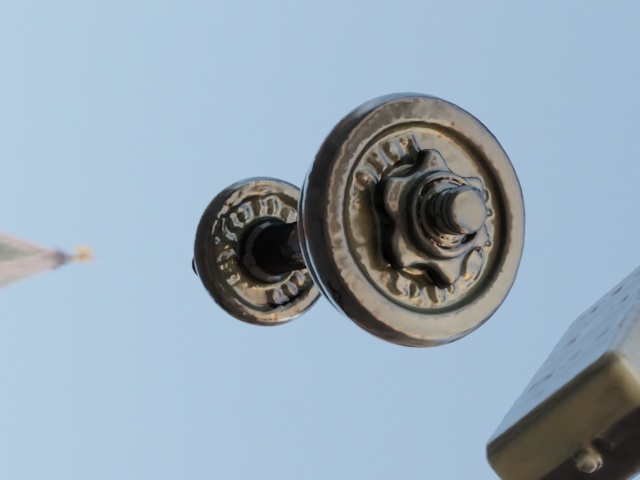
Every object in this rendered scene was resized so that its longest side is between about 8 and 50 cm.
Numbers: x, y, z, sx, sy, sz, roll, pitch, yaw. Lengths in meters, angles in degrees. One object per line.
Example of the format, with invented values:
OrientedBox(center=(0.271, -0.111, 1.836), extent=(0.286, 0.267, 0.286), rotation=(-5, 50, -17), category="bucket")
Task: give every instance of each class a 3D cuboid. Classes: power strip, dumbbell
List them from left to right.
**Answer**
OrientedBox(center=(0.000, 0.000, 0.704), extent=(0.254, 0.110, 0.110), rotation=(-12, -97, 61), category="dumbbell")
OrientedBox(center=(0.178, 0.078, 0.870), extent=(0.070, 0.256, 0.105), rotation=(46, -64, 3), category="power strip")
